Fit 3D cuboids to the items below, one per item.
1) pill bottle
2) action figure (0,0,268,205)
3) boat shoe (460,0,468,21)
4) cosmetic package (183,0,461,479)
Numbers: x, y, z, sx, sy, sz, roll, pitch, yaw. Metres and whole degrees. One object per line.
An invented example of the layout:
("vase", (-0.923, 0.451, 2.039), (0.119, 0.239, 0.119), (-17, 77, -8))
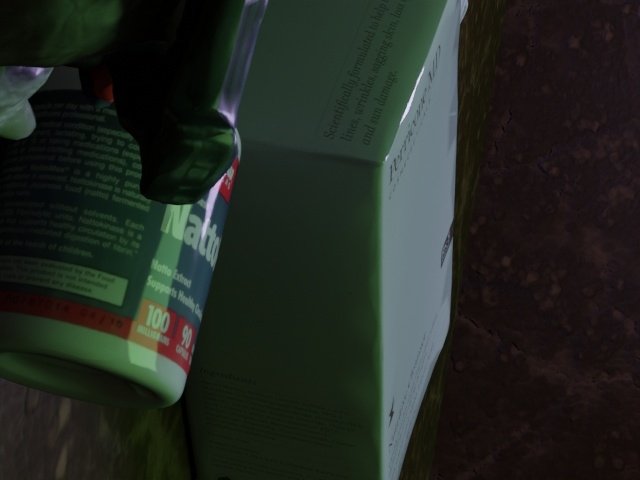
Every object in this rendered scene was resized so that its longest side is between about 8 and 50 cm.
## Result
("pill bottle", (-0.095, -0.022, 0.748), (0.108, 0.108, 0.180), (69, 33, -70))
("action figure", (-0.118, -0.182, 0.514), (0.341, 0.179, 0.330), (-110, -156, -50))
("boat shoe", (0.098, -0.280, 1.453), (0.367, 0.136, 0.156), (92, 13, -47))
("cosmetic package", (0.000, 0.000, 1.130), (0.385, 0.156, 0.217), (89, 17, -49))
